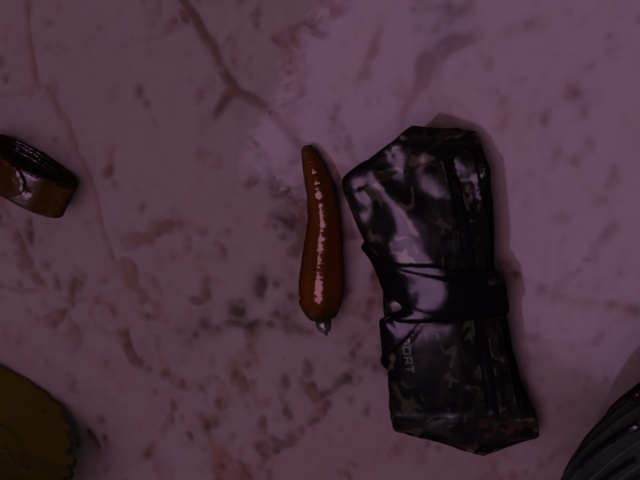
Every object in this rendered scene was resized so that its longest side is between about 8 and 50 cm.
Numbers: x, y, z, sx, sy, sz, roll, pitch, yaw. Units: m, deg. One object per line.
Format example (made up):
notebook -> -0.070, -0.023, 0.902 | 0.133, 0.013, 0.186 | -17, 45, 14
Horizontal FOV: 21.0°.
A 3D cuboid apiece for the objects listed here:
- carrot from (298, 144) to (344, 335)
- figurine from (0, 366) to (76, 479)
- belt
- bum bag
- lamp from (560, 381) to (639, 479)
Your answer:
carrot -> 0.000, 0.000, 1.282 | 0.035, 0.035, 0.142 | 0, 94, 18
figurine -> -0.318, 0.276, 1.379 | 0.187, 0.168, 0.315 | 55, 130, 47
belt -> -0.230, -0.049, 1.332 | 0.083, 0.059, 0.036 | 31, 108, 9
bum bag -> 0.085, 0.040, 1.240 | 0.102, 0.069, 0.248 | -14, 96, -16
lamp -> 0.266, 0.189, 1.135 | 0.233, 0.233, 0.265 | 33, 126, 9
